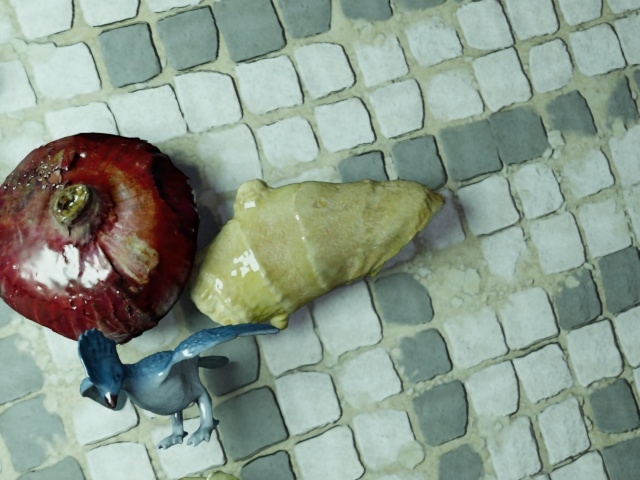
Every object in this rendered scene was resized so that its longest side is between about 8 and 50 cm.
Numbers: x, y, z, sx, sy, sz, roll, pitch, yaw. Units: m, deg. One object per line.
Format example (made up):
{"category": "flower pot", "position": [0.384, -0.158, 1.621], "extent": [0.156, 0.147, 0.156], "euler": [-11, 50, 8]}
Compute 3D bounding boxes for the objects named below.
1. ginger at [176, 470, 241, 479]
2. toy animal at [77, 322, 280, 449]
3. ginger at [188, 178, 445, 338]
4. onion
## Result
{"category": "ginger", "position": [-0.131, 0.352, 0.971], "extent": [0.193, 0.122, 0.115], "euler": [52, 52, -38]}
{"category": "toy animal", "position": [-0.170, 0.146, 0.895], "extent": [0.239, 0.255, 0.176], "euler": [-20, 99, 15]}
{"category": "ginger", "position": [0.000, 0.000, 1.009], "extent": [0.353, 0.126, 0.190], "euler": [-16, 92, -18]}
{"category": "onion", "position": [-0.256, -0.007, 0.900], "extent": [0.252, 0.219, 0.252], "euler": [2, 76, -9]}
